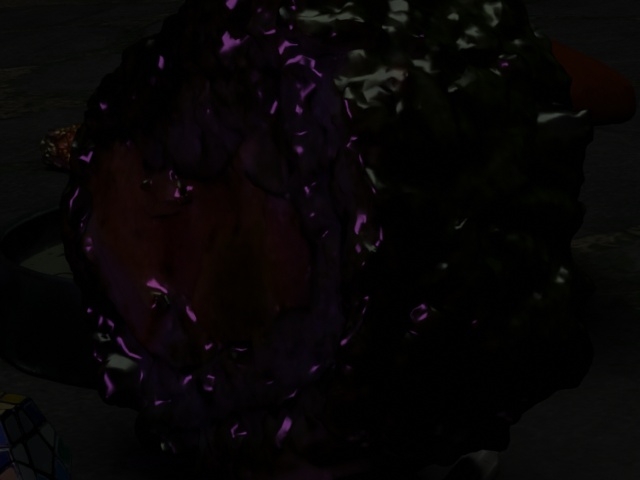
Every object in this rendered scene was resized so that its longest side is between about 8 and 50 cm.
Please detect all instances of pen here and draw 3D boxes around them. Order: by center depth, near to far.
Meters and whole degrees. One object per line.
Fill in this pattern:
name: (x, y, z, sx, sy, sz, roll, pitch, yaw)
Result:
pen: (0.070, 0.150, 1.064, 0.026, 0.026, 0.218, 3, 15, 20)

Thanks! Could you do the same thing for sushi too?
sushi: (0.000, 0.000, 1.095, 0.178, 0.294, 0.352, -7, -11, -32)

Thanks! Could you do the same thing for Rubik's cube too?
Rubik's cube: (-0.189, 0.132, 1.033, 0.093, 0.111, 0.111, -27, 7, 19)

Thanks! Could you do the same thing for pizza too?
pizza: (-0.179, -0.108, 2.051, 0.246, 0.058, 0.127, 1, 15, 21)

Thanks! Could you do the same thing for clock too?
clock: (-0.070, 0.023, 1.481, 0.386, 0.076, 0.386, -2, 14, 0)

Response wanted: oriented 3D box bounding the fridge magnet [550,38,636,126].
fridge magnet: (0.055, -0.099, 1.438, 0.363, 0.155, 0.363, 2, 7, 0)
